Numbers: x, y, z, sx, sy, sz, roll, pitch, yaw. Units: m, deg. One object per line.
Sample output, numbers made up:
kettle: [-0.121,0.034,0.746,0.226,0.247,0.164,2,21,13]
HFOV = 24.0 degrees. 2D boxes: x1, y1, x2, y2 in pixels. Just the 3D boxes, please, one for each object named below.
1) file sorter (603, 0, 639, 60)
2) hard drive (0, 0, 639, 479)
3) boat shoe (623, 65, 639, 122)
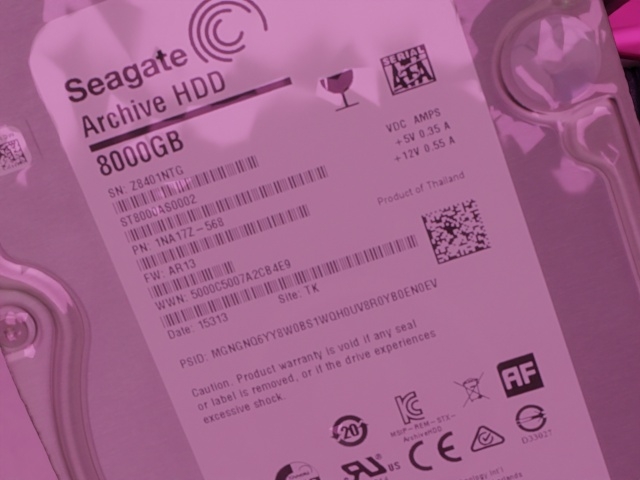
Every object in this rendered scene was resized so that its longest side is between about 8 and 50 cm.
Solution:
file sorter: [0.214,-0.206,0.515,0.202,0.182,0.291,8,89,-2]
hard drive: [0.000,0.000,0.529,0.237,0.064,0.339,-18,107,7]
boat shoe: [0.164,0.010,0.647,0.083,0.065,0.183,-6,95,2]
